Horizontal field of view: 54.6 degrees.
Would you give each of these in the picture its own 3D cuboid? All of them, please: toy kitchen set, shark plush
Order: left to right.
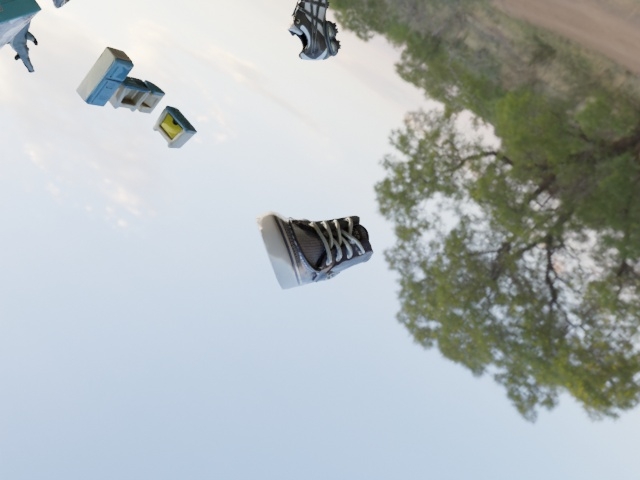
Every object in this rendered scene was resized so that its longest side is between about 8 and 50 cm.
[{"bbox_3d":[-0.595,-0.402,1.229,0.067,0.161,0.073,12,-145,0],"label":"shark plush"},{"bbox_3d":[-0.373,-0.297,1.331,0.166,0.122,0.207,49,-159,12],"label":"toy kitchen set"}]

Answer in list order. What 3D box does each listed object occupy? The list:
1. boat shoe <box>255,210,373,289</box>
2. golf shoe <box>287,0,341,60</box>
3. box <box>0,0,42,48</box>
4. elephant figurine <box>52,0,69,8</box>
[{"bbox_3d":[0.000,0.000,1.001,0.340,0.158,0.127,52,-162,-85],"label":"boat shoe"},{"bbox_3d":[-0.027,-0.457,1.235,0.077,0.094,0.198,-158,51,-77],"label":"golf shoe"},{"bbox_3d":[-0.494,-0.268,0.843,0.060,0.244,0.100,57,-145,-17],"label":"box"},{"bbox_3d":[-0.470,-0.505,1.094,0.170,0.186,0.239,16,-140,0],"label":"elephant figurine"}]
